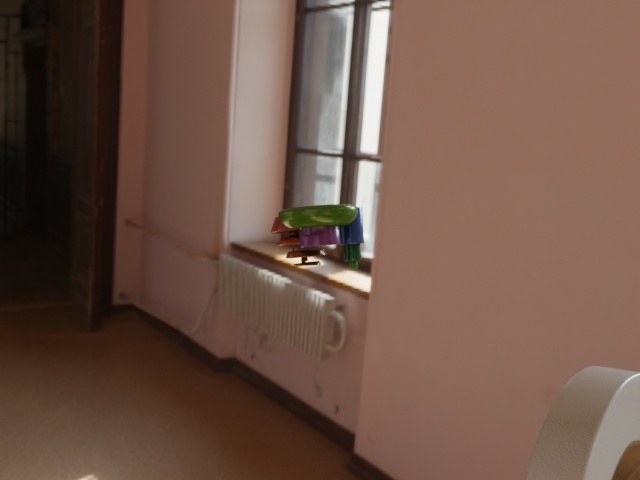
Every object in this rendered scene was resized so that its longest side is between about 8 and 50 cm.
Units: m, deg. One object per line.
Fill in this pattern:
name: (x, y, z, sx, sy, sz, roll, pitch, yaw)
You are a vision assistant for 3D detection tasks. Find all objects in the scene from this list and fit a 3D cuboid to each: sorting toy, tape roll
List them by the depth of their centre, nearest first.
sorting toy: (0.000, 0.000, 0.496, 0.061, 0.042, 0.102, -4, -2, -10)
tape roll: (0.375, 0.364, 0.963, 0.072, 0.392, 0.392, 4, 7, 41)
